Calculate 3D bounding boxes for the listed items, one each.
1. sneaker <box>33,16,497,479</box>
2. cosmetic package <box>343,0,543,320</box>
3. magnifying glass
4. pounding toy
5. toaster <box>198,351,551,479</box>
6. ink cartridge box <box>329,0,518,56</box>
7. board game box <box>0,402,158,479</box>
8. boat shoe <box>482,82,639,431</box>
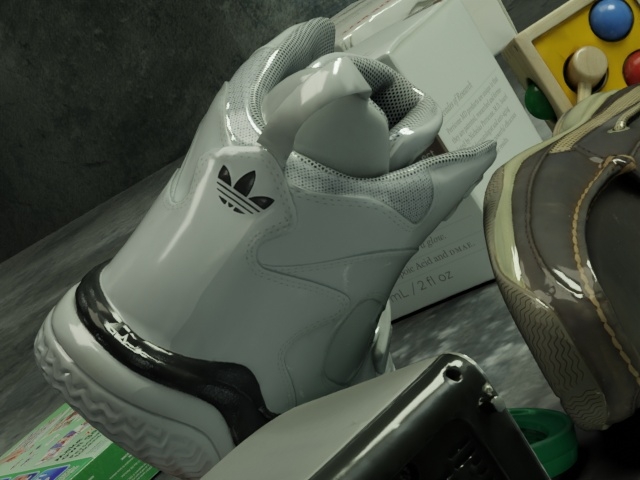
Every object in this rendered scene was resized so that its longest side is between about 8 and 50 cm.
[{"bbox_3d":[0.006,0.012,0.836,0.210,0.137,0.366,-54,-17,8],"label":"sneaker"},{"bbox_3d":[0.066,-0.060,1.185,0.151,0.184,0.151,-26,13,33],"label":"cosmetic package"},{"bbox_3d":[0.019,0.114,0.740,0.231,0.026,0.092,-13,8,-25],"label":"magnifying glass"},{"bbox_3d":[0.218,-0.126,1.244,0.141,0.130,0.100,-33,-1,-4],"label":"pounding toy"},{"bbox_3d":[0.009,0.154,0.462,0.185,0.168,0.110,-39,10,-37],"label":"toaster"},{"bbox_3d":[0.047,-0.160,1.390,0.160,0.093,0.219,-38,13,-23],"label":"ink cartridge box"},{"bbox_3d":[-0.199,0.181,1.235,0.317,0.046,0.213,-41,13,-37],"label":"board game box"},{"bbox_3d":[0.183,-0.023,0.838,0.130,0.132,0.355,-27,13,26],"label":"boat shoe"}]
